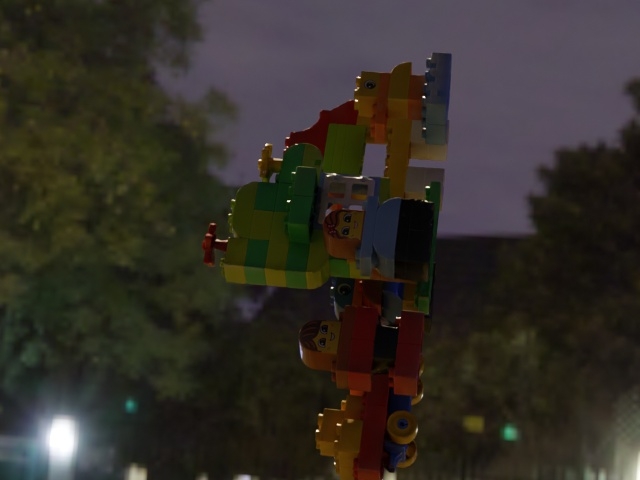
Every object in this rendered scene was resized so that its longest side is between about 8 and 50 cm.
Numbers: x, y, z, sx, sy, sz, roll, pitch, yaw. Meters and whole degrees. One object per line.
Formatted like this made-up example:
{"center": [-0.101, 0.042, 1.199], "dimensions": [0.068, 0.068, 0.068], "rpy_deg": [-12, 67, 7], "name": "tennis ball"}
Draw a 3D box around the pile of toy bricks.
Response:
{"center": [0.000, 0.000, 0.686], "dimensions": [0.105, 0.212, 0.118], "rpy_deg": [4, -33, 6], "name": "pile of toy bricks"}
